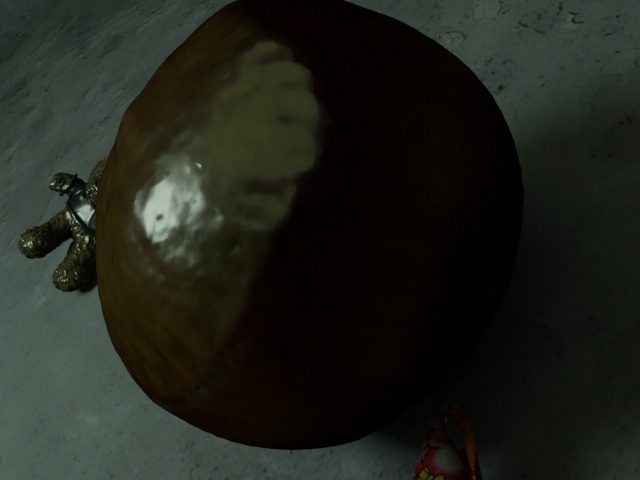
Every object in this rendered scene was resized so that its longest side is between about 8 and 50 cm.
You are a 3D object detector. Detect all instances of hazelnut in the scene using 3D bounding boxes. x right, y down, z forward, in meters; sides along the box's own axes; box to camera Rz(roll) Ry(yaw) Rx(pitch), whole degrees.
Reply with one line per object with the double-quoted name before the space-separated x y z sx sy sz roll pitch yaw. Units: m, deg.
"hazelnut" 0.000 0.000 0.590 0.421 0.421 0.353 -44 20 -1

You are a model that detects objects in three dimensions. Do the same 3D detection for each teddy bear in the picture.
"teddy bear" -0.419 -0.043 1.133 0.251 0.182 0.129 -51 8 -6

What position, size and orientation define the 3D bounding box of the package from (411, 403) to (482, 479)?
"package" 0.119 0.305 0.486 0.223 0.108 0.288 26 86 39
